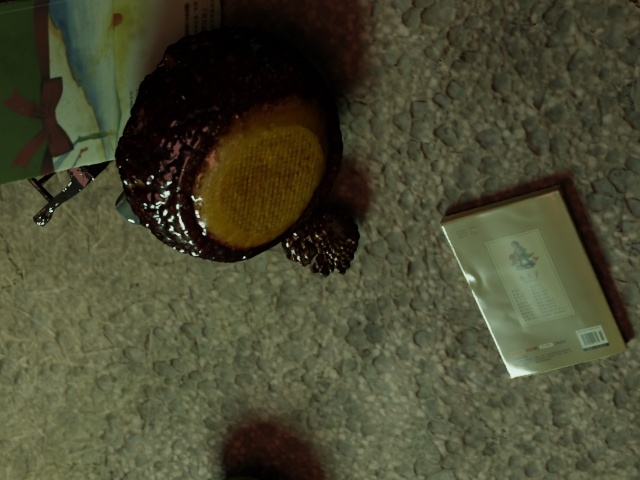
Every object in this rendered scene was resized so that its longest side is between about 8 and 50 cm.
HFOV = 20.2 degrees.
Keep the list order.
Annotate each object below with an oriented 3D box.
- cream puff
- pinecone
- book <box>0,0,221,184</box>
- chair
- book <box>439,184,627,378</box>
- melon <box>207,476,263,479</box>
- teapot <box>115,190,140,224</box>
[{"bbox_3d":[-0.097,-0.100,1.801,0.165,0.239,0.239,36,130,39],"label":"cream puff"},{"bbox_3d":[0.000,0.000,1.902,0.083,0.077,0.077,3,120,44],"label":"pinecone"},{"bbox_3d":[-0.226,-0.167,1.792,0.026,0.289,0.201,35,132,44],"label":"book"},{"bbox_3d":[-0.245,-0.136,1.891,0.113,0.106,0.229,46,122,-7],"label":"chair"},{"bbox_3d":[0.223,0.046,1.880,0.138,0.016,0.198,-16,111,25],"label":"book"},{"bbox_3d":[-0.083,0.348,2.072,0.139,0.139,0.192,-22,112,27],"label":"melon"},{"bbox_3d":[-0.179,-0.068,1.943,0.043,0.043,0.110,35,120,-2],"label":"teapot"}]
